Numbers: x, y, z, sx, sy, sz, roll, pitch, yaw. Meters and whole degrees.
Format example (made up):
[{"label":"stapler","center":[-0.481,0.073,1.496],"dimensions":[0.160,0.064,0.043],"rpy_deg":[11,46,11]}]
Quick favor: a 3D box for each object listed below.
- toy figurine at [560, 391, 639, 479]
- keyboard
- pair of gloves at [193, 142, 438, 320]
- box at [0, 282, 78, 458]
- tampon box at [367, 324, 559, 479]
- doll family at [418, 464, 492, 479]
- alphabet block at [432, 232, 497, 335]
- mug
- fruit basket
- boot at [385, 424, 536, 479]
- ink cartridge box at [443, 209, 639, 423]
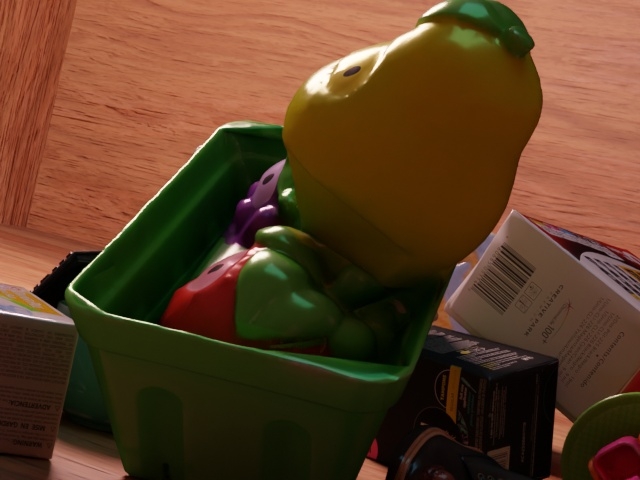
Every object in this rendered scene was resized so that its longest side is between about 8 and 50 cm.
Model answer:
[{"label":"toy figurine","center":[0.234,0.213,0.937],"dimensions":[0.173,0.130,0.159],"rpy_deg":[55,25,0]},{"label":"keyboard","center":[-0.253,0.069,1.200],"dimensions":[0.023,0.180,0.108],"rpy_deg":[56,20,20]},{"label":"pair of gloves","center":[0.000,0.000,1.236],"dimensions":[0.240,0.204,0.042],"rpy_deg":[-3,19,-10]},{"label":"box","center":[-0.274,0.090,1.031],"dimensions":[0.114,0.103,0.203],"rpy_deg":[12,1,-26]},{"label":"tampon box","center":[0.128,0.159,1.253],"dimensions":[0.101,0.120,0.161],"rpy_deg":[-8,14,-42]},{"label":"doll family","center":[0.053,0.185,0.794],"dimensions":[0.111,0.076,0.193],"rpy_deg":[19,7,35]},{"label":"alphabet block","center":[0.190,0.112,1.596],"dimensions":[0.193,0.192,0.197],"rpy_deg":[-19,-17,30]},{"label":"mug","center":[-0.162,0.116,1.151],"dimensions":[0.157,0.097,0.129],"rpy_deg":[14,1,11]},{"label":"fruit basket","center":[0.006,-0.022,0.995],"dimensions":[0.283,0.392,0.392],"rpy_deg":[13,1,11]},{"label":"boot","center":[0.139,0.202,1.036],"dimensions":[0.137,0.077,0.198],"rpy_deg":[19,5,27]},{"label":"ink cartridge box","center":[0.323,0.116,1.360],"dimensions":[0.272,0.130,0.309],"rpy_deg":[43,16,31]}]
